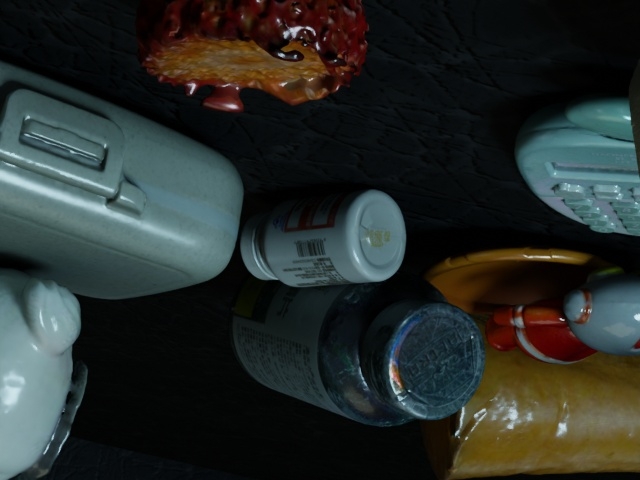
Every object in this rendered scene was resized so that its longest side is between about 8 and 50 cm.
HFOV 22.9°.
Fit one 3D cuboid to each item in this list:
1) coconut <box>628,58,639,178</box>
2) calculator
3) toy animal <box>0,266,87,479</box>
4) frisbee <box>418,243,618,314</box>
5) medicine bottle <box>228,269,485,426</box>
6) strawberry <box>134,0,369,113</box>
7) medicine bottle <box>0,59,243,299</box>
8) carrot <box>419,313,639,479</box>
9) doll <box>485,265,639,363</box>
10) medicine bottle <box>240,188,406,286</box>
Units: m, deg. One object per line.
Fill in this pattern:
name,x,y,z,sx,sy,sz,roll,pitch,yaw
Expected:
coconut,0.255,-0.066,0.867,0.170,0.171,0.183,11,161,-6
calculator,0.235,-0.052,1.138,0.184,0.042,0.295,4,166,17
toy animal,-0.335,0.071,1.214,0.247,0.183,0.310,-7,151,43
frisbee,0.183,0.030,1.454,0.192,0.035,0.192,1,163,0
medicine bottle,0.033,0.091,1.449,0.141,0.141,0.293,18,177,-27
strawberry,-0.040,-0.131,0.941,0.145,0.086,0.145,10,165,3
medicine bottle,-0.261,-0.056,1.256,0.375,0.123,0.282,21,163,-30
carrot,0.238,0.159,1.656,0.254,0.196,0.196,3,165,-10
doll,0.243,0.070,1.403,0.142,0.076,0.245,8,164,-23
medicine bottle,0.000,0.000,1.378,0.140,0.079,0.079,-5,158,43
